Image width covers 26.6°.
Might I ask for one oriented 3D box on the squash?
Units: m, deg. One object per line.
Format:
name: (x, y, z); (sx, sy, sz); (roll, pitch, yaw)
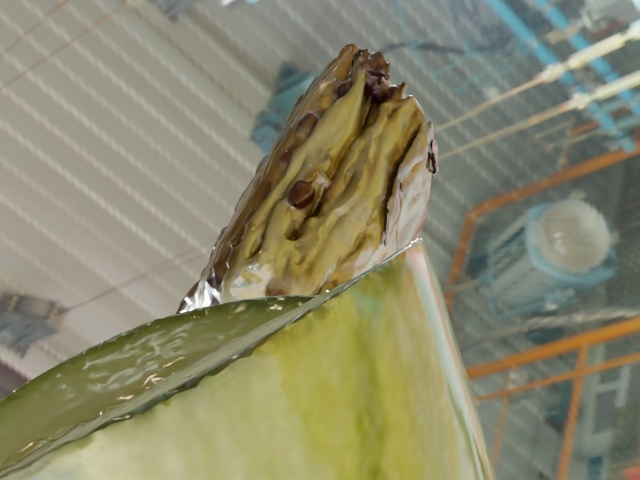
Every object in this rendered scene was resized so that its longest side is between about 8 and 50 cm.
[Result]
squash: (-0.055, 0.073, 0.427); (0.220, 0.220, 0.133); (-45, -60, -46)

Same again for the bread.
bread: (0.000, 0.000, 1.222); (0.167, 0.324, 0.277); (30, -113, -5)
